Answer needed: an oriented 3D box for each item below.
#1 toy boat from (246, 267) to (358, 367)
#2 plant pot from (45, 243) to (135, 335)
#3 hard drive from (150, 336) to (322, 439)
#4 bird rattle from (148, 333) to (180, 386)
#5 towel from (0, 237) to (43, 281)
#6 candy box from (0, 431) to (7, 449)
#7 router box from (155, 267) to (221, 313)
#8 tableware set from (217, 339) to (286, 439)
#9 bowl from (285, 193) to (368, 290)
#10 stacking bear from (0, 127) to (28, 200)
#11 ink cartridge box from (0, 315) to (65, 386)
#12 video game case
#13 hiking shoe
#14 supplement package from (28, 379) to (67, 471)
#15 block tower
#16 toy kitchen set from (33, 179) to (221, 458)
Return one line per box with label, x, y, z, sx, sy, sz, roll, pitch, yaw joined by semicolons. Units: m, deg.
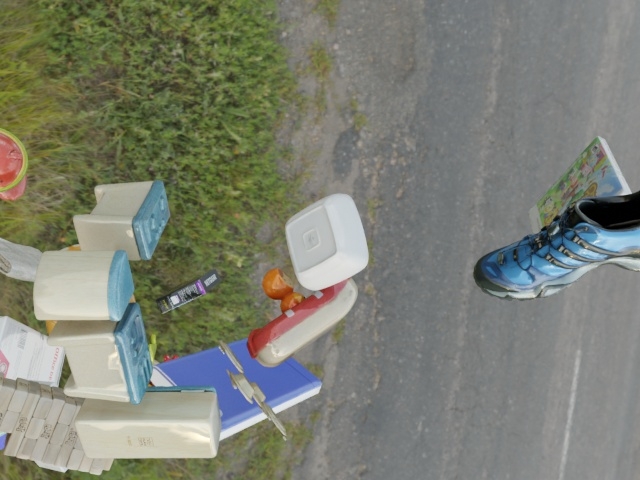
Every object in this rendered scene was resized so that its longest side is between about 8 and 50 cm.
toy boat;-0.048;0.115;1.033;0.231;0.151;0.151;-32;79;-20
plant pot;-0.548;0.116;1.336;0.205;0.205;0.187;-24;125;-43
hard drive;-0.171;0.300;1.216;0.319;0.210;0.040;-7;123;-53
bird rattle;-0.380;0.318;1.221;0.253;0.143;0.206;65;33;-51
towel;-0.812;0.055;1.548;0.187;0.282;0.049;26;88;-52
candy box;-0.953;0.423;1.438;0.268;0.317;0.122;-26;150;-32
router box;-0.358;0.135;1.553;0.046;0.133;0.179;64;6;-5
tableware set;-0.110;0.232;0.883;0.020;0.141;0.168;-35;115;-10
bowl;0.000;0.000;0.927;0.053;0.142;0.142;12;58;-50
stacking bear;-0.738;-0.177;1.269;0.176;0.289;0.164;10;89;-32
ink cartridge box;-0.734;0.296;1.368;0.218;0.092;0.158;59;26;-56
video game case;0.478;-0.067;1.070;0.023;0.212;0.193;24;39;-9
hiking shoe;0.367;-0.006;0.837;0.132;0.304;0.113;54;28;-35
supplement package;-0.618;0.417;1.277;0.105;0.105;0.179;-54;128;-47
block tower;-0.451;0.244;0.807;0.336;0.091;0.097;23;79;-25
toy kitchen set;-0.155;0.071;0.534;0.166;0.122;0.207;-89;180;-57
